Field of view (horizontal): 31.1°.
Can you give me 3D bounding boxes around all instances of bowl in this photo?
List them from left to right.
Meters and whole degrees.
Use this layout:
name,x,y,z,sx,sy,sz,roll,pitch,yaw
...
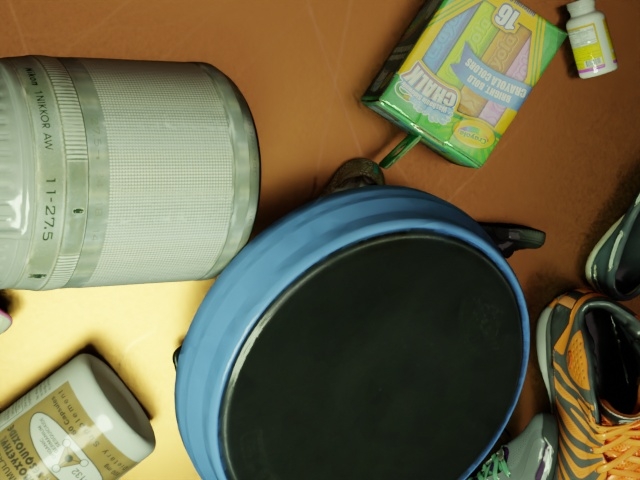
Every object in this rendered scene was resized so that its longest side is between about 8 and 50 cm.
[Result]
name,x,y,z,sx,sy,sz,roll,pitch,yaw
bowl,0.047,0.139,1.175,0.391,0.077,0.391,-12,118,-23

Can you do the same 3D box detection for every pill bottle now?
name,x,y,z,sx,sy,sz,roll,pitch,yaw
pill bottle,-0.299,0.235,1.205,0.229,0.131,0.131,-37,99,0
pill bottle,0.294,-0.222,1.255,0.043,0.043,0.083,-17,98,-4

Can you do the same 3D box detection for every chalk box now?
name,x,y,z,sx,sy,sz,roll,pitch,yaw
chalk box,0.134,-0.158,1.203,0.132,0.132,0.213,32,94,-9

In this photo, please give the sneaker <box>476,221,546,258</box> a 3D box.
name,x,y,z,sx,sy,sz,roll,pitch,yaw
sneaker,0.160,0.023,1.271,0.170,0.051,0.089,5,97,-2

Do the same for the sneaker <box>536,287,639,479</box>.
name,x,y,z,sx,sy,sz,roll,pitch,yaw
sneaker,0.309,0.211,1.219,0.125,0.180,0.321,-15,88,-4

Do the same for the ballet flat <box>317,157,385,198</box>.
name,x,y,z,sx,sy,sz,roll,pitch,yaw
ballet flat,0.000,0.000,1.239,0.073,0.067,0.206,31,93,-9

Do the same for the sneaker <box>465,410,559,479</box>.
name,x,y,z,sx,sy,sz,roll,pitch,yaw
sneaker,0.188,0.276,1.262,0.098,0.083,0.223,16,117,0

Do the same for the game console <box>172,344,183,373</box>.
name,x,y,z,sx,sy,sz,roll,pitch,yaw
game console,-0.076,0.169,1.239,0.124,0.085,0.144,-19,99,-26

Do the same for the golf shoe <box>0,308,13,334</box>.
name,x,y,z,sx,sy,sz,roll,pitch,yaw
golf shoe,-0.375,-0.035,1.187,0.140,0.115,0.306,3,99,-22

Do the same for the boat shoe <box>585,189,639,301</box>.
name,x,y,z,sx,sy,sz,roll,pitch,yaw
boat shoe,0.388,-0.041,1.270,0.095,0.079,0.254,40,91,-9

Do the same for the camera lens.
name,x,y,z,sx,sy,sz,roll,pitch,yaw
camera lens,-0.210,-0.065,1.099,0.274,0.219,0.219,-3,98,-31
